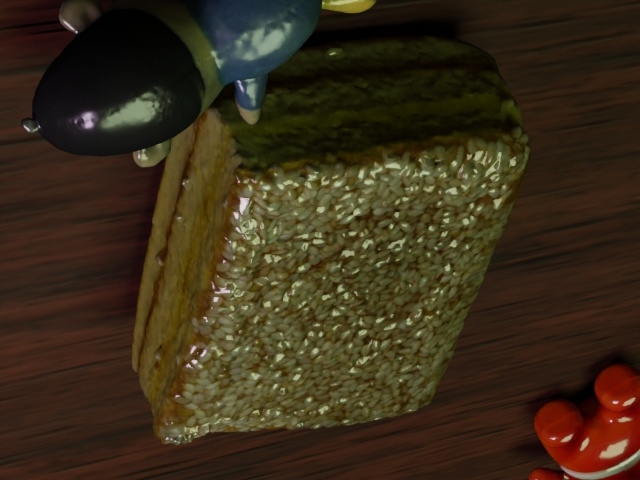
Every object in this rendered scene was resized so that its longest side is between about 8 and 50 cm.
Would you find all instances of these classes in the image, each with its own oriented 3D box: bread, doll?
[{"bbox_3d":[0.000,0.000,1.056,0.184,0.110,0.234,-7,141,-25],"label":"bread"},{"bbox_3d":[-0.061,-0.094,0.899,0.179,0.089,0.102,-31,109,-16],"label":"doll"},{"bbox_3d":[0.245,0.177,1.524,0.142,0.076,0.245,-32,144,7],"label":"doll"}]
